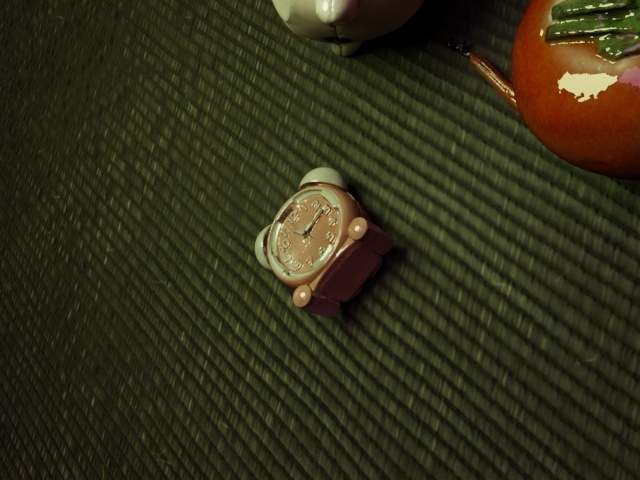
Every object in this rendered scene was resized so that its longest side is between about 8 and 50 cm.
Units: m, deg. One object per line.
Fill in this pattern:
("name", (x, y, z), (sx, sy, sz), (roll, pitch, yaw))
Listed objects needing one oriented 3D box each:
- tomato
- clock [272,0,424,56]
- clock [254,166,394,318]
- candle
("tomato", (0.314, -0.184, 0.640), (0.255, 0.224, 0.256), (-10, 72, 34))
("clock", (0.049, -0.437, 0.814), (0.250, 0.368, 0.377), (1, 97, 5))
("clock", (0.000, 0.000, 0.877), (0.166, 0.092, 0.162), (-51, 50, 12))
("candle", (0.217, -0.203, 0.825), (0.167, 0.021, 0.026), (55, 128, 28))
